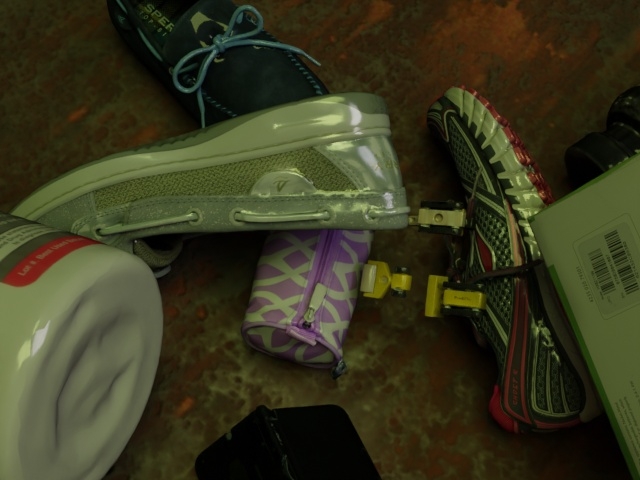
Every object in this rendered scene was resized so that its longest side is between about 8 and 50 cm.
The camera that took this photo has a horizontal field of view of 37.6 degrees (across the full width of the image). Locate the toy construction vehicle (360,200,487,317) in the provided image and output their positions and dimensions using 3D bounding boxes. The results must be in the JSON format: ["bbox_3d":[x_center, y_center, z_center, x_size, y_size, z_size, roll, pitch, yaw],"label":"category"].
[{"bbox_3d":[0.082,0.015,0.708,0.098,0.035,0.086,2,85,27],"label":"toy construction vehicle"}]

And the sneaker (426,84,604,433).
[{"bbox_3d":[0.142,0.005,0.747,0.112,0.121,0.299,-27,60,16],"label":"sneaker"}]

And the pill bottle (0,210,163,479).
[{"bbox_3d":[-0.283,0.050,0.633,0.318,0.176,0.176,16,66,17],"label":"pill bottle"}]

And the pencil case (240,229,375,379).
[{"bbox_3d":[0.000,0.000,0.745,0.086,0.088,0.206,15,66,-1],"label":"pencil case"}]

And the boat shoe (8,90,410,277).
[{"bbox_3d":[-0.094,-0.019,0.690,0.320,0.118,0.103,-15,87,15],"label":"boat shoe"}]

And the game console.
[{"bbox_3d":[-0.018,0.186,0.684,0.107,0.071,0.122,-40,47,9],"label":"game console"}]

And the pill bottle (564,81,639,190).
[{"bbox_3d":[0.323,-0.096,0.788,0.219,0.123,0.123,-32,73,-4],"label":"pill bottle"}]

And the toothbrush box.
[{"bbox_3d":[0.302,0.056,0.657,0.283,0.122,0.206,3,62,-43],"label":"toothbrush box"}]

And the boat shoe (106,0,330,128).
[{"bbox_3d":[-0.100,-0.154,0.770,0.258,0.089,0.109,31,75,26],"label":"boat shoe"}]
